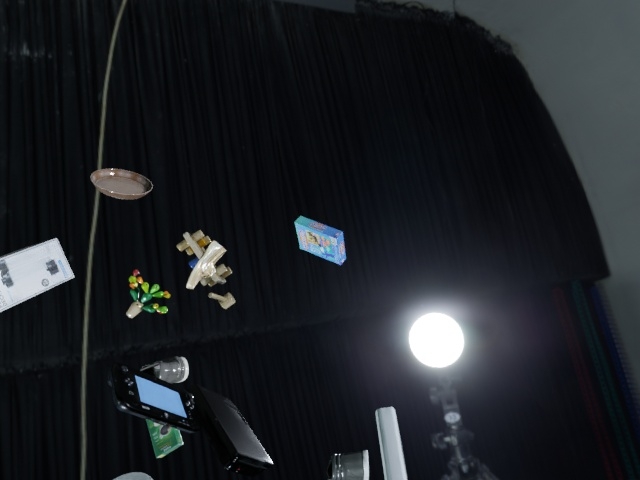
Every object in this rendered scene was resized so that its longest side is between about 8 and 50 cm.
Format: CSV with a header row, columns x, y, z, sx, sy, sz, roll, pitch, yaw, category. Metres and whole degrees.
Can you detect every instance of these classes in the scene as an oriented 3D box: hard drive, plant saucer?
x,y,z,sx,sy,sz,roll,pitch,yaw,category
0.169,0.564,0.915,0.047,0.353,0.233,-10,135,6,hard drive
-0.586,-0.163,1.308,0.168,0.168,0.029,0,123,-37,plant saucer

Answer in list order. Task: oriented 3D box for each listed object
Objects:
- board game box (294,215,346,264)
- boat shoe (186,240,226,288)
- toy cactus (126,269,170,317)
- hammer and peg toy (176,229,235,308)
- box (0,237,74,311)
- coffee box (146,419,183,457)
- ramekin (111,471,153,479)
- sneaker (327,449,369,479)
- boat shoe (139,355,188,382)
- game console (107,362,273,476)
x,y,z,sx,sy,sz,roll,pitch,yaw,category
0.000,0.000,1.825,0.210,0.047,0.160,22,142,27,board game box
-0.342,0.079,1.337,0.059,0.170,0.063,30,152,-6,boat shoe
-0.745,0.246,1.868,0.180,0.219,0.112,-47,-175,4,toy cactus
-0.487,0.128,2.000,0.127,0.361,0.266,-34,175,-8,hammer and peg toy
-1.041,0.120,1.548,0.087,0.169,0.290,-8,-165,29,box
-0.649,0.787,1.840,0.113,0.184,0.040,-33,150,1,coffee box
-0.816,1.120,1.868,0.277,0.135,0.277,-5,-161,2,ramekin
0.099,0.849,1.592,0.147,0.104,0.295,-1,125,4,sneaker
-0.568,0.458,1.472,0.335,0.112,0.095,-31,152,33,boat shoe
-0.248,0.338,0.852,0.213,0.044,0.361,34,171,46,game console
